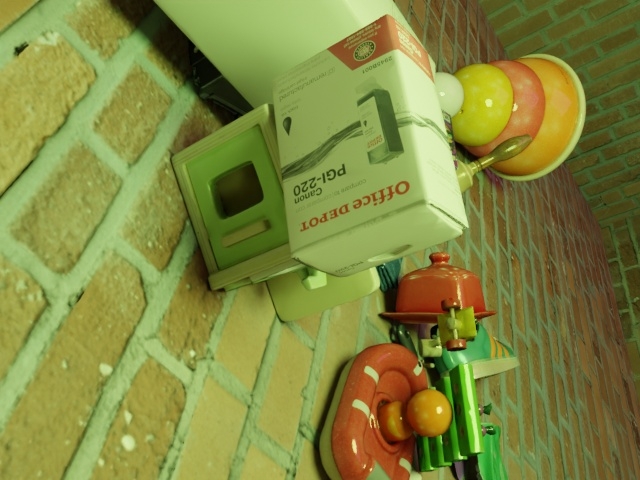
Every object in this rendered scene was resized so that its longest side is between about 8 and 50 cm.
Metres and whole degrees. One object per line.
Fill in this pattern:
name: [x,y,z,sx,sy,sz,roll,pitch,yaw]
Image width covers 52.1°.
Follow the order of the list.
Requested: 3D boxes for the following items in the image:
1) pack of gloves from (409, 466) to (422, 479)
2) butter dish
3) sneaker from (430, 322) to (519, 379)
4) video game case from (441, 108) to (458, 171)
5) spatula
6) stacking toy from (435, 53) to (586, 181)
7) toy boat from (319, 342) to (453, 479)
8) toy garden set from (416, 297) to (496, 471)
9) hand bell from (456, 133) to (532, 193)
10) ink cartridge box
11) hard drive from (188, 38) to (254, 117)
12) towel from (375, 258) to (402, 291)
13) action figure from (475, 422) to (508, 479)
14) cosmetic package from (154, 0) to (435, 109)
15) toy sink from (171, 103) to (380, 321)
pack of gloves: [0.135,0.419,0.894,0.195,0.046,0.232,61,30,-14]
butter dish: [0.199,0.078,1.091,0.160,0.159,0.119,7,82,-57]
sneaker: [0.290,0.201,1.230,0.302,0.108,0.121,13,54,-61]
video game case: [0.177,-0.253,1.332,0.232,0.042,0.210,31,37,-19]
spatula: [0.191,0.269,1.098,0.297,0.030,0.084,61,30,-11]
stacking toy: [0.416,-0.351,1.691,0.479,0.350,0.351,4,65,-38]
toy boat: [0.104,0.234,0.859,0.151,0.151,0.231,55,32,-22]
toy garden set: [0.183,0.211,0.931,0.244,0.049,0.204,106,-17,-65]
hand bell: [0.341,-0.162,1.389,0.126,0.241,0.126,61,-1,1]
ink cartridge box: [0.043,-0.091,0.666,0.092,0.158,0.218,23,52,-52]
hard drive: [-0.103,-0.329,0.993,0.236,0.064,0.339,21,54,-51]
towel: [0.122,0.030,1.138,0.119,0.029,0.067,-66,140,-51]
action figure: [0.290,0.436,1.116,0.137,0.063,0.233,27,56,-51]
cosmetic package: [-0.022,-0.270,0.828,0.365,0.196,0.155,47,36,-34]
toy sink: [-0.054,-0.020,0.774,0.131,0.152,0.234,-11,81,-60]
